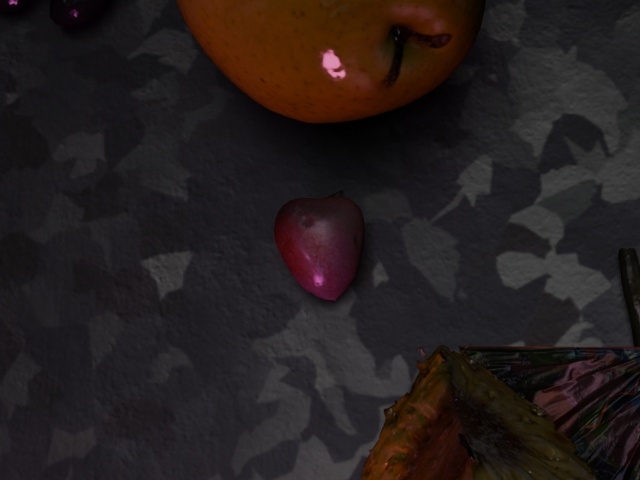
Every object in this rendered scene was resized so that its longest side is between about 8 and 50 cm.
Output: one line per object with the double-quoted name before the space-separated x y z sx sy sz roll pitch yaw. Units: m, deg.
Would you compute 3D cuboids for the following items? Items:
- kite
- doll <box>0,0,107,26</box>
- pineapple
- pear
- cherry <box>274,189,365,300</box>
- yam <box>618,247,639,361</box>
"kite" 0.302 0.191 1.763 0.234 0.016 0.321 -43 68 3
"doll" -0.359 -0.368 2.008 0.234 0.144 0.135 13 51 14
"pineapple" 0.162 0.321 1.696 0.209 0.344 0.286 22 115 -19
"pear" 0.009 -0.320 1.818 0.362 0.362 0.418 -39 43 -5
"cherry" 0.004 -0.002 1.851 0.106 0.087 0.126 -27 67 4
"yam" 0.366 0.119 1.787 0.029 0.027 0.234 3 69 -29
